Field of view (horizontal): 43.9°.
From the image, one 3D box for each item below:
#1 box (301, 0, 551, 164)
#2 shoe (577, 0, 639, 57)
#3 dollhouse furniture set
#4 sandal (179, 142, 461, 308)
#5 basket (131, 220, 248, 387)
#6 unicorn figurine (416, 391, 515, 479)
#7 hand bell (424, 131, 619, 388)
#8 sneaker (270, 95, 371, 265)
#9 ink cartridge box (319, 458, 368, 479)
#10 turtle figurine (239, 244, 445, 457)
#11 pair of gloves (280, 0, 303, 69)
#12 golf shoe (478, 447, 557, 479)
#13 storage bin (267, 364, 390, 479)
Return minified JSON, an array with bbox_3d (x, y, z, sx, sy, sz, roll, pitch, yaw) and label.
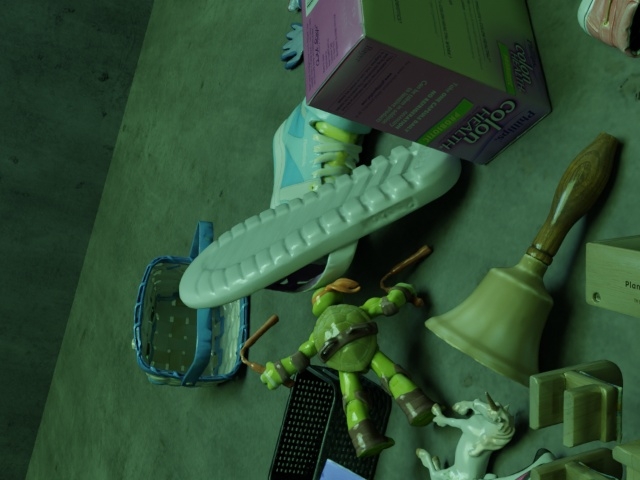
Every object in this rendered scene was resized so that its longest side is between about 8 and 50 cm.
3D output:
[{"bbox_3d":[0.110,-0.229,0.881,0.117,0.242,0.214,-43,42,48],"label":"box"},{"bbox_3d":[0.307,-0.258,0.721,0.178,0.063,0.081,-68,29,28],"label":"shoe"},{"bbox_3d":[0.277,0.117,0.548,0.212,0.160,0.242,-162,68,-63],"label":"dollhouse furniture set"},{"bbox_3d":[-0.002,0.008,1.012,0.416,0.102,0.169,-25,25,21],"label":"sandal"},{"bbox_3d":[-0.225,0.138,1.399,0.289,0.201,0.255,125,149,-54],"label":"basket"},{"bbox_3d":[0.151,0.207,0.810,0.111,0.060,0.162,22,113,60],"label":"unicorn figurine"},{"bbox_3d":[0.213,0.007,0.752,0.242,0.126,0.126,-61,28,4],"label":"hand bell"},{"bbox_3d":[0.018,-0.125,1.143,0.208,0.127,0.319,-55,34,38],"label":"sneaker"},{"bbox_3d":[0.047,0.365,0.815,0.206,0.045,0.208,20,92,30],"label":"ink cartridge box"},{"bbox_3d":[0.051,0.123,0.922,0.217,0.269,0.087,58,173,28],"label":"turtle figurine"},{"bbox_3d":[-0.027,-0.422,1.488,0.159,0.023,0.198,6,84,61],"label":"pair of gloves"},{"bbox_3d":[0.158,0.266,0.736,0.186,0.067,0.086,-39,31,24],"label":"golf shoe"},{"bbox_3d":[0.008,0.260,1.020,0.122,0.084,0.180,16,91,64],"label":"storage bin"}]
